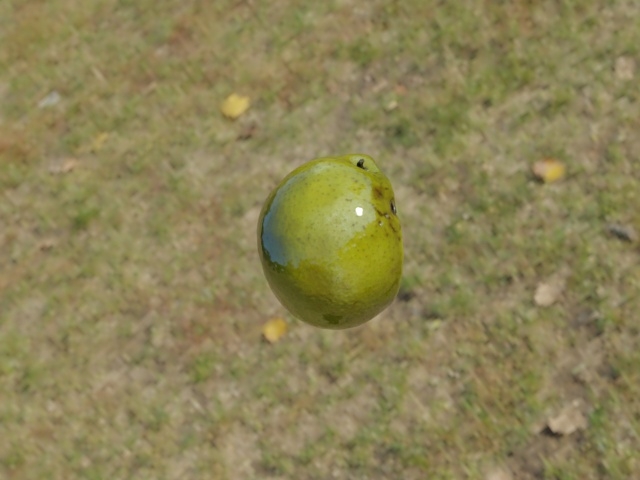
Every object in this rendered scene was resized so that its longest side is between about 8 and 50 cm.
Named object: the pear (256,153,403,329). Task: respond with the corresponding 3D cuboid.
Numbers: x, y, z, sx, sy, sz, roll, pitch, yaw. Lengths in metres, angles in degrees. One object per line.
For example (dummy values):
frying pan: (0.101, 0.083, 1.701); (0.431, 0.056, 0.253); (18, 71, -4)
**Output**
pear: (0.000, 0.000, 1.117); (0.104, 0.141, 0.141); (-3, 29, -17)
